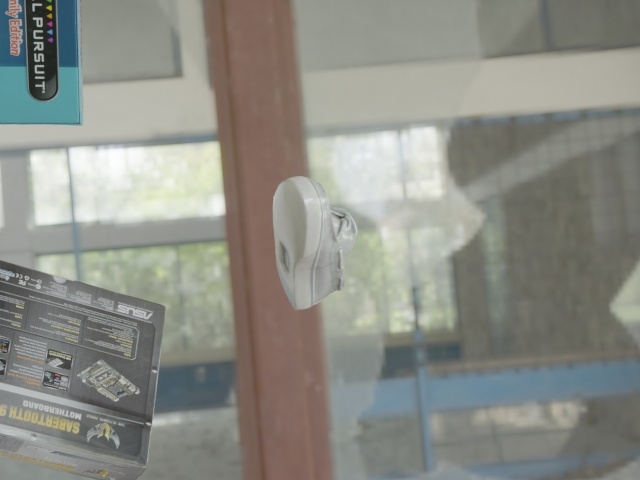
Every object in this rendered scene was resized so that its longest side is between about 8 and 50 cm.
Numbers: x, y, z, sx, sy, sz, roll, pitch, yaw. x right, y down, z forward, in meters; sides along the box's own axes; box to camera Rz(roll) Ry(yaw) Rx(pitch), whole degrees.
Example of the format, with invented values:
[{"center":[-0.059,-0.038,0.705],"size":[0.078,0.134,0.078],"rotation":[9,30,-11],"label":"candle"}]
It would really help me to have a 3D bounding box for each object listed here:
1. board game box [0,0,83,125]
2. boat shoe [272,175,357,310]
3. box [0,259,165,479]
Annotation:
[{"center":[-0.429,-0.254,1.672],"size":[0.336,0.253,0.079],"rotation":[-1,29,-8],"label":"board game box"},{"center":[0.000,0.000,1.328],"size":[0.063,0.066,0.184],"rotation":[-20,-34,-14],"label":"boat shoe"},{"center":[-0.272,0.122,1.487],"size":[0.231,0.183,0.056],"rotation":[16,-34,-21],"label":"box"}]
